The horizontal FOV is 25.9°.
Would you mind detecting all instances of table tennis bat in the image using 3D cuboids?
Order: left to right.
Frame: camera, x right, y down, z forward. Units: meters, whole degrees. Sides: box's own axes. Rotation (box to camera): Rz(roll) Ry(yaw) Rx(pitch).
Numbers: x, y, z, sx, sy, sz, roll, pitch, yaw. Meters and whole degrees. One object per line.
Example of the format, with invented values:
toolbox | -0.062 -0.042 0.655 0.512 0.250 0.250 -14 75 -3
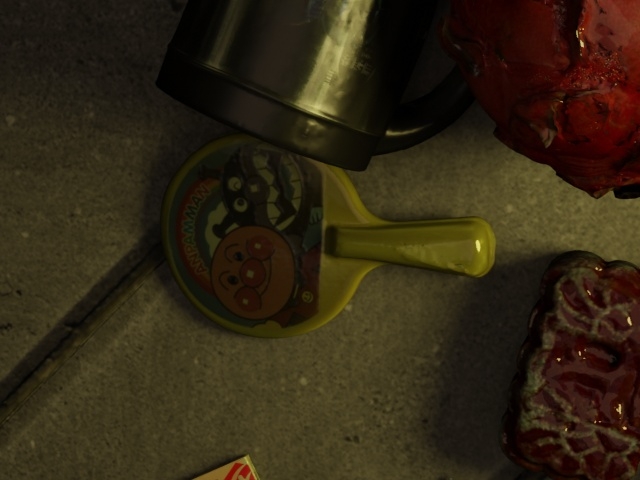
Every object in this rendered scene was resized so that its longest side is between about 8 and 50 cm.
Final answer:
table tennis bat | 0.000 0.000 1.456 0.368 0.054 0.224 5 100 18

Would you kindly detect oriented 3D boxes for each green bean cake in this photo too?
green bean cake | 0.288 0.136 1.373 0.198 0.097 0.233 21 101 11

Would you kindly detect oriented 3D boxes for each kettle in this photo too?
kettle | 0.040 -0.244 1.349 0.320 0.228 0.324 20 99 -16

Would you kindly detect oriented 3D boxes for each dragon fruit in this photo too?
dragon fruit | 0.259 -0.188 1.236 0.301 0.295 0.296 39 105 -3

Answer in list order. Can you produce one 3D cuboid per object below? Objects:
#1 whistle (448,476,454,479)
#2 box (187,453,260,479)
whistle | 0.165 0.274 1.457 0.083 0.029 0.033 15 82 16
box | -0.108 0.280 1.537 0.093 0.015 0.058 -26 91 16
